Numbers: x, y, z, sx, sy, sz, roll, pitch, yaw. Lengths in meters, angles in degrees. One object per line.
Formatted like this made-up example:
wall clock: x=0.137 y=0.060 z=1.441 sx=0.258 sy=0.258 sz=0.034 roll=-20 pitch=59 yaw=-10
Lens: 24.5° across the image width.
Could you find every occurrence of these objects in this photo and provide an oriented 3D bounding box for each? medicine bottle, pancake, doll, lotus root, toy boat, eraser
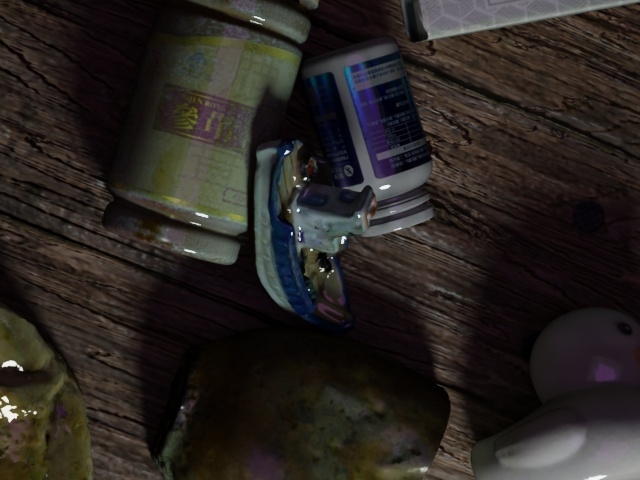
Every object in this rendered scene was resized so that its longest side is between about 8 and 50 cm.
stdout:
medicine bottle: x=-0.106 y=-0.147 z=1.455 sx=0.151 sy=0.151 sz=0.322 roll=16 pitch=91 yaw=-10
medicine bottle: x=0.052 y=-0.106 z=1.507 sx=0.107 sy=0.107 sz=0.191 roll=-18 pitch=97 yaw=-8
pancake: x=-0.364 y=0.227 z=1.388 sx=0.387 sy=0.082 sz=0.386 roll=6 pitch=81 yaw=-42
doll: x=0.268 y=0.182 z=1.537 sx=0.251 sy=0.221 sz=0.221 roll=-31 pitch=99 yaw=22
lotus root: x=-0.034 y=0.205 z=1.495 sx=0.260 sy=0.149 sz=0.267 roll=32 pitch=85 yaw=-11
toy boat: x=0.000 y=0.000 z=1.461 sx=0.115 sy=0.262 sz=0.114 roll=15 pitch=52 yaw=17
eraser: x=0.283 y=-0.287 z=1.540 sx=0.404 sy=0.098 sz=0.096 roll=-11 pitch=96 yaw=-8
